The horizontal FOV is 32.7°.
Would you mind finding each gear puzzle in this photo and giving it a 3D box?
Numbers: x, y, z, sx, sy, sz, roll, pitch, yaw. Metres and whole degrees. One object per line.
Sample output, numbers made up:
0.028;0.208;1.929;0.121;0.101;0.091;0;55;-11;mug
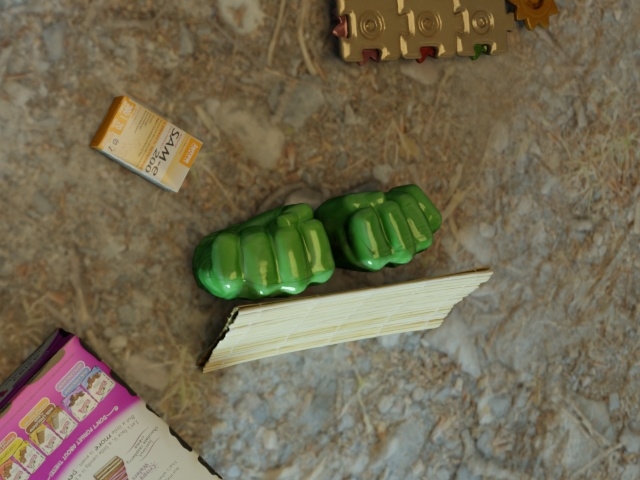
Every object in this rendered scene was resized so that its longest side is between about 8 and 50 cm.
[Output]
0.151;-0.300;1.297;0.338;0.044;0.176;-8;96;-30;gear puzzle

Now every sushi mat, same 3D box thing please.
0.030;0.086;1.206;0.316;0.151;0.019;-8;63;-26;sushi mat

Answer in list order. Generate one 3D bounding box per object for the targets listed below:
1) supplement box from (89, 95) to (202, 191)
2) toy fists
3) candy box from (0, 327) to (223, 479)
-0.181;-0.100;1.136;0.098;0.036;0.062;30;81;-26;supplement box
0.000;0.000;1.179;0.279;0.142;0.096;-13;99;-27;toy fists
-0.235;0.226;1.113;0.159;0.071;0.233;-47;112;-17;candy box
